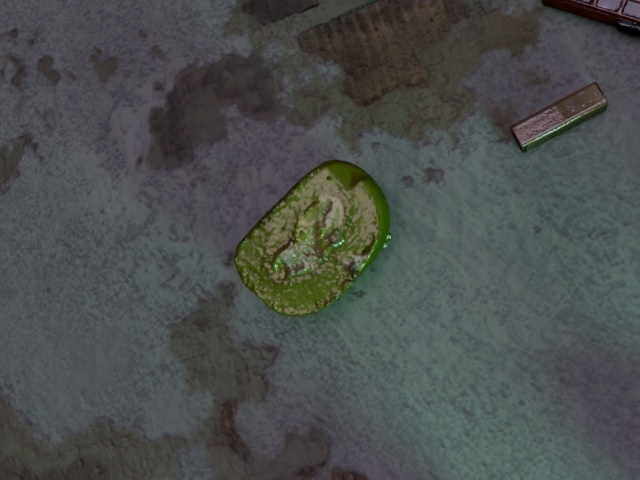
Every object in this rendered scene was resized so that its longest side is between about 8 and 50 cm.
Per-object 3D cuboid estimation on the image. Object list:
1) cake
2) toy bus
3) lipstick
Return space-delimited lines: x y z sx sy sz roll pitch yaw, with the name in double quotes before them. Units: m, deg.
"cake" 0.000 0.000 1.217 0.260 0.156 0.179 -44 88 11
"toy bus" 0.473 -0.385 1.186 0.235 0.073 0.096 27 99 19
"lipstick" 0.378 -0.195 1.192 0.145 0.045 0.045 -28 73 11
